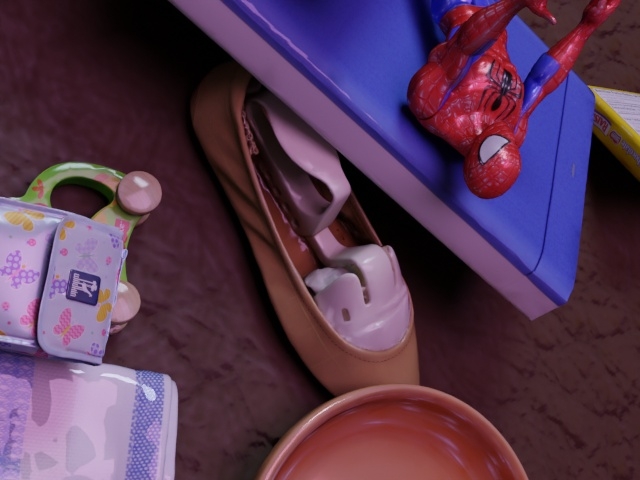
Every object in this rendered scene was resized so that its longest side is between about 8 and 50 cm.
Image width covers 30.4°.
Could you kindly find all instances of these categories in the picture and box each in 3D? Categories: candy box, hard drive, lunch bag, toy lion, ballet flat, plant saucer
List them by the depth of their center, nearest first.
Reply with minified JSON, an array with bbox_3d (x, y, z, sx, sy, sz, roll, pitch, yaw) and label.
[{"bbox_3d":[-0.139,0.019,0.569,0.083,0.053,0.071,15,77,-15],"label":"lunch bag"},{"bbox_3d":[-0.139,0.004,0.617,0.096,0.034,0.100,16,69,-18],"label":"toy lion"},{"bbox_3d":[0.037,0.180,0.657,0.200,0.037,0.200,5,80,-28],"label":"plant saucer"},{"bbox_3d":[0.000,0.000,0.672,0.080,0.073,0.232,-34,95,-33],"label":"ballet flat"},{"bbox_3d":[0.043,-0.125,0.704,0.318,0.040,0.210,40,41,-20],"label":"hard drive"},{"bbox_3d":[0.290,-0.065,0.858,0.206,0.027,0.105,4,34,-29],"label":"candy box"}]

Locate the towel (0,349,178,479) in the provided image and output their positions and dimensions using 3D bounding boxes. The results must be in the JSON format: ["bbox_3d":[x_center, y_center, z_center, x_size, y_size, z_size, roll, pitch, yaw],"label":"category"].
[{"bbox_3d":[-0.199,0.144,0.539,0.285,0.034,0.209,12,70,-27],"label":"towel"}]

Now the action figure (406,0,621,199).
[{"bbox_3d":[0.108,-0.154,0.657,0.091,0.139,0.280,24,51,-33],"label":"action figure"}]
